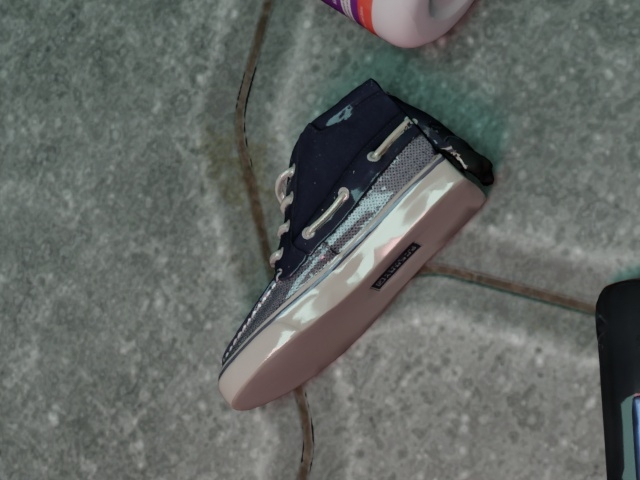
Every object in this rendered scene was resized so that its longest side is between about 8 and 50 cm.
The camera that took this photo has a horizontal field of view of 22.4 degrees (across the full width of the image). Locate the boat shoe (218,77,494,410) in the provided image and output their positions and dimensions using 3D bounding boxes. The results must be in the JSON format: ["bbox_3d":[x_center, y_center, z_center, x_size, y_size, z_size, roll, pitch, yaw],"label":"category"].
[{"bbox_3d":[0.000,0.000,1.563,0.340,0.127,0.158,-44,65,6],"label":"boat shoe"}]

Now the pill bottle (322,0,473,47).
[{"bbox_3d":[0.007,-0.331,1.540,0.323,0.181,0.181,35,99,20],"label":"pill bottle"}]

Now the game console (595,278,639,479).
[{"bbox_3d":[0.415,0.216,1.400,0.342,0.060,0.387,-5,84,22],"label":"game console"}]
